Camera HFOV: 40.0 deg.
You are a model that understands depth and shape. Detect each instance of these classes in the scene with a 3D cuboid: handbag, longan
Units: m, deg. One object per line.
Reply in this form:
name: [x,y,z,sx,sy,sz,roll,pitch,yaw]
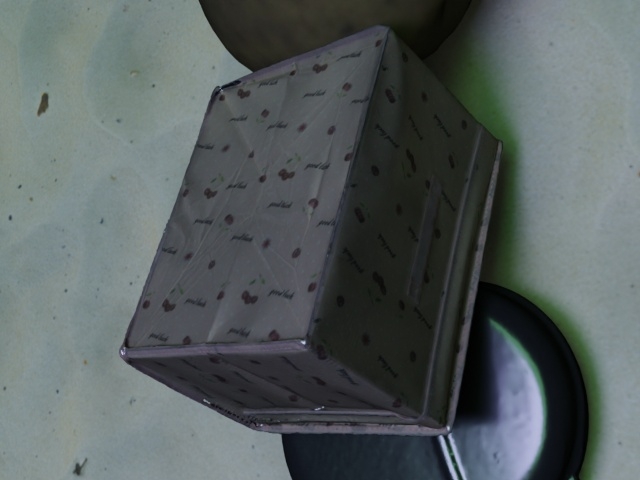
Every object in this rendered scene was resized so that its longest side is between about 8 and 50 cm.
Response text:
handbag: [0.099,0.172,0.827,0.308,0.093,0.253,-25,69,27]
longan: [0.027,-0.297,0.826,0.288,0.289,0.350,59,136,25]

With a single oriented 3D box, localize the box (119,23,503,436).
box: [0.000,0.000,0.778,0.225,0.190,0.297,-9,54,40]
